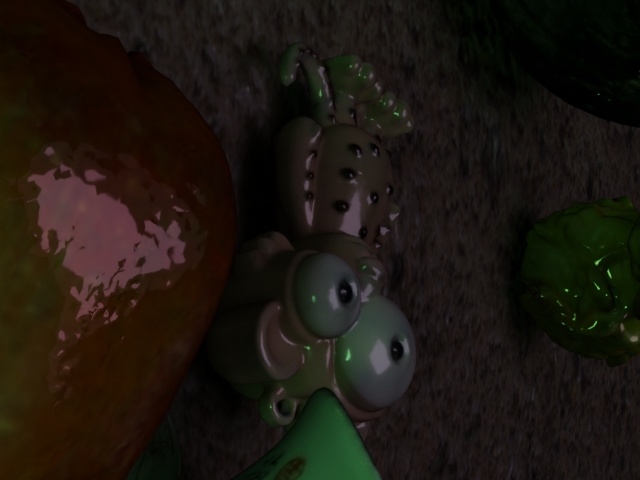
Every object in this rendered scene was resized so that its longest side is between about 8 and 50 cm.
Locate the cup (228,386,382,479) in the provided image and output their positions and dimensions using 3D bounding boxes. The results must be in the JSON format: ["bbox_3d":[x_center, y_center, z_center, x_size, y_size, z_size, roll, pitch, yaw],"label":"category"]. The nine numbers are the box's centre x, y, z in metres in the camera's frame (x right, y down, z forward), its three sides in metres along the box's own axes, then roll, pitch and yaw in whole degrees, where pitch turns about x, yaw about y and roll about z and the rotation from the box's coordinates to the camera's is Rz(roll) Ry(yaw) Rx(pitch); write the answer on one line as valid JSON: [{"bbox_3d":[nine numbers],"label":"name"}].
[{"bbox_3d":[-0.013,0.269,0.865,0.347,0.163,0.347,160,-90,-84],"label":"cup"}]

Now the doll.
[{"bbox_3d":[0.001,0.000,1.088,0.154,0.119,0.278,34,55,-45],"label":"doll"}]

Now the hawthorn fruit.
[{"bbox_3d":[-0.150,0.038,0.680,0.211,0.211,0.299,21,83,-63],"label":"hawthorn fruit"}]

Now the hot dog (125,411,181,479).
[{"bbox_3d":[-0.139,0.144,0.877,0.192,0.053,0.099,-44,125,-55],"label":"hot dog"}]

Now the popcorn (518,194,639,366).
[{"bbox_3d":[0.295,0.025,1.599,0.173,0.195,0.168,-28,77,-39],"label":"popcorn"}]

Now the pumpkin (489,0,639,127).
[{"bbox_3d":[0.365,-0.275,1.455,0.454,0.454,0.344,5,74,-64],"label":"pumpkin"}]
